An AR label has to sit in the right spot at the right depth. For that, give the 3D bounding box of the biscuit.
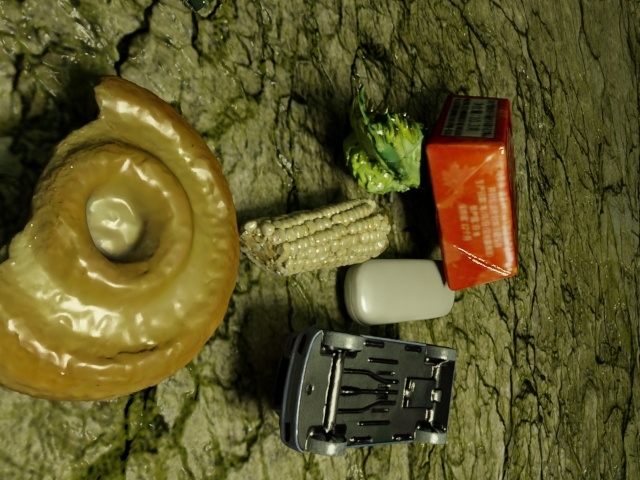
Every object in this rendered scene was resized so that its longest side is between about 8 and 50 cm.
[{"bbox_3d":[-0.160,0.005,0.483,0.213,0.091,0.274,32,57,-41],"label":"biscuit"}]

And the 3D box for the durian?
[{"bbox_3d":[0.088,-0.124,0.737,0.375,0.107,0.132,3,93,-67],"label":"durian"}]

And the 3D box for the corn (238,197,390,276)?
[{"bbox_3d":[0.000,0.000,0.665,0.211,0.087,0.087,-16,97,-44],"label":"corn"}]

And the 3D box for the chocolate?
[{"bbox_3d":[0.237,-0.083,0.833,0.237,0.108,0.234,-56,136,-54],"label":"chocolate"}]

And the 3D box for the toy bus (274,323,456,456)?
[{"bbox_3d":[0.046,0.171,0.659,0.292,0.133,0.125,17,79,-46],"label":"toy bus"}]

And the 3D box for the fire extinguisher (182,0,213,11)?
[{"bbox_3d":[-0.149,-0.285,0.586,0.038,0.025,0.083,-39,115,-16],"label":"fire extinguisher"}]

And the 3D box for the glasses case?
[{"bbox_3d":[0.120,0.071,0.795,0.233,0.059,0.092,0,84,-45],"label":"glasses case"}]
